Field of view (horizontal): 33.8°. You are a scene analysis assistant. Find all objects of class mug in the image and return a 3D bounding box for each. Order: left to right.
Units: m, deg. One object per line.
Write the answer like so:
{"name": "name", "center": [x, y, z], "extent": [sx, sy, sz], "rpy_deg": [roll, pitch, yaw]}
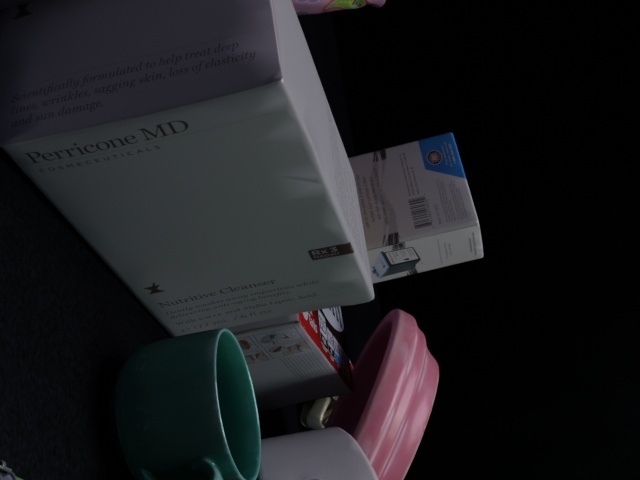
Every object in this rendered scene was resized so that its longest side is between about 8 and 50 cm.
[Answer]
{"name": "mug", "center": [-0.114, 0.144, 0.844], "extent": [0.158, 0.098, 0.129], "rpy_deg": [-27, 105, -82]}

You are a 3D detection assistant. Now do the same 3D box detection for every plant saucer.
{"name": "plant saucer", "center": [0.060, 0.251, 1.334], "extent": [0.332, 0.084, 0.332], "rpy_deg": [-155, -90, -88]}

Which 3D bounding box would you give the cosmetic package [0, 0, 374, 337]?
{"name": "cosmetic package", "center": [-0.093, -0.066, 0.902], "extent": [0.385, 0.217, 0.156], "rpy_deg": [60, 19, -62]}

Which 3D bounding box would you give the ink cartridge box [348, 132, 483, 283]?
{"name": "ink cartridge box", "center": [0.082, -0.032, 1.241], "extent": [0.082, 0.191, 0.139], "rpy_deg": [68, 10, -55]}

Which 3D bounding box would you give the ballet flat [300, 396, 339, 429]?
{"name": "ballet flat", "center": [-0.003, 0.224, 1.621], "extent": [0.316, 0.108, 0.106], "rpy_deg": [68, 32, -29]}

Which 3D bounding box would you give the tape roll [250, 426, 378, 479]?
{"name": "tape roll", "center": [-0.009, 0.313, 0.943], "extent": [0.286, 0.100, 0.286], "rpy_deg": [174, -90, -74]}

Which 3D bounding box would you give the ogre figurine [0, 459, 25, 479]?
{"name": "ogre figurine", "center": [-0.151, 0.201, 0.532], "extent": [0.118, 0.097, 0.197], "rpy_deg": [4, 58, -64]}

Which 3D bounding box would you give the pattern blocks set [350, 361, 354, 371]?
{"name": "pattern blocks set", "center": [0.001, 0.121, 1.781], "extent": [0.325, 0.026, 0.285], "rpy_deg": [59, 8, -58]}

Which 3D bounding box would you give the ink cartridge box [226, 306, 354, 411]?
{"name": "ink cartridge box", "center": [-0.069, 0.029, 1.244], "extent": [0.309, 0.130, 0.271], "rpy_deg": [60, 18, -66]}

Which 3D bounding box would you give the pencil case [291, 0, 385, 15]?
{"name": "pencil case", "center": [-0.025, -0.424, 1.703], "extent": [0.124, 0.284, 0.124], "rpy_deg": [174, -90, -82]}

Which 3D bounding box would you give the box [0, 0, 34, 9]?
{"name": "box", "center": [-0.200, -0.321, 0.775], "extent": [0.165, 0.144, 0.270], "rpy_deg": [70, 12, -45]}
